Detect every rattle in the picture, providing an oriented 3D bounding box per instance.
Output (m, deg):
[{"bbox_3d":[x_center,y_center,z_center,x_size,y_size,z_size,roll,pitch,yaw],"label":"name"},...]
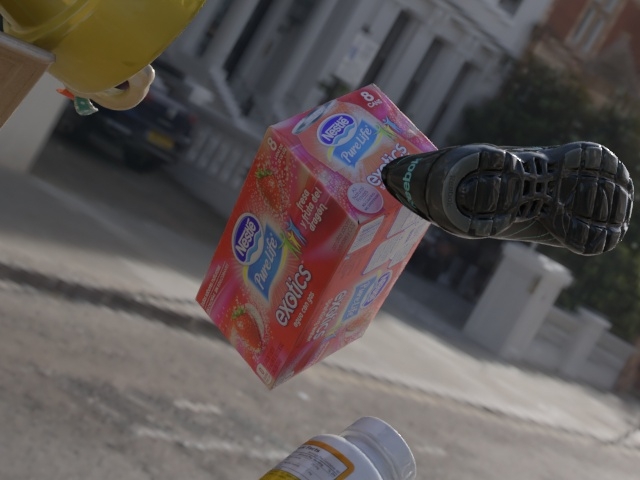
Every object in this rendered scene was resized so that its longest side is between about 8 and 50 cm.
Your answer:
[{"bbox_3d":[-0.330,-0.199,1.890,0.200,0.143,0.130,-19,-50,40],"label":"rattle"}]

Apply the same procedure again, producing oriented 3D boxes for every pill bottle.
[{"bbox_3d":[-0.005,0.314,1.615,0.136,0.246,0.136,33,-39,32],"label":"pill bottle"}]

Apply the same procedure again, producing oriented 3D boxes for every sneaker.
[{"bbox_3d":[0.173,-0.047,1.222,0.267,0.101,0.106,8,3,-39],"label":"sneaker"}]

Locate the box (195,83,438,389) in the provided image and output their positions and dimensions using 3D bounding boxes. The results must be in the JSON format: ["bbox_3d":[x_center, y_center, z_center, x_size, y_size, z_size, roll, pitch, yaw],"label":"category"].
[{"bbox_3d":[0.000,0.000,1.447,0.154,0.300,0.142,-27,66,-36],"label":"box"}]

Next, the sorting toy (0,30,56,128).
[{"bbox_3d":[-0.354,-0.153,1.195,0.193,0.038,0.208,21,-33,-27],"label":"sorting toy"}]

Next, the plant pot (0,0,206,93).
[{"bbox_3d":[-0.232,-0.298,1.214,0.239,0.254,0.254,36,-1,-34],"label":"plant pot"}]
